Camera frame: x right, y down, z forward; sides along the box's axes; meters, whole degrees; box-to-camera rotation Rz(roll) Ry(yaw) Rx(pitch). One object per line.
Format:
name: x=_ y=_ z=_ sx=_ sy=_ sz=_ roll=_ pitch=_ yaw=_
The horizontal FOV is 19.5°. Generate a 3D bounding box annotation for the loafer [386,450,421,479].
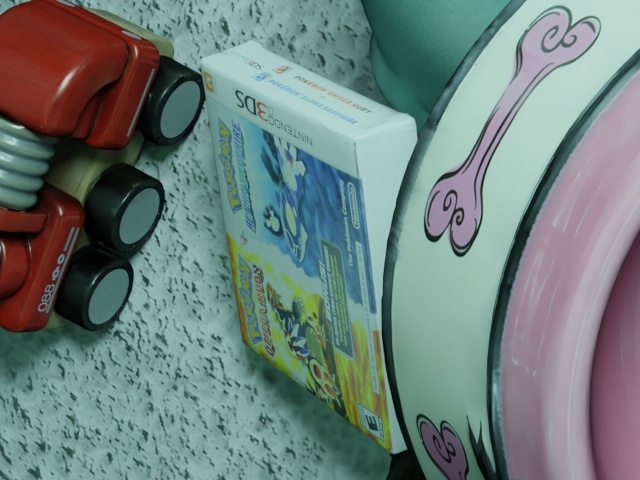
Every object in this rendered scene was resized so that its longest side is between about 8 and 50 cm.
loafer: x=0.114 y=0.077 z=1.147 sx=0.220 sy=0.080 sz=0.078 roll=-53 pitch=29 yaw=23

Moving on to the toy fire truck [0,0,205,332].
toy fire truck: x=-0.225 y=-0.056 z=1.212 sx=0.158 sy=0.246 sz=0.217 roll=28 pitch=103 yaw=23

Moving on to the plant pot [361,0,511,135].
plant pot: x=0.138 y=-0.153 z=1.032 sx=0.293 sy=0.293 sz=0.196 roll=42 pitch=135 yaw=20

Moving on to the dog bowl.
dog bowl: x=0.241 y=0.038 z=0.847 sx=0.408 sy=0.150 sz=0.408 roll=-3 pitch=107 yaw=-11

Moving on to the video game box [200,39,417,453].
video game box: x=0.000 y=0.000 z=1.123 sx=0.187 sy=0.048 sz=0.205 roll=34 pitch=137 yaw=55
